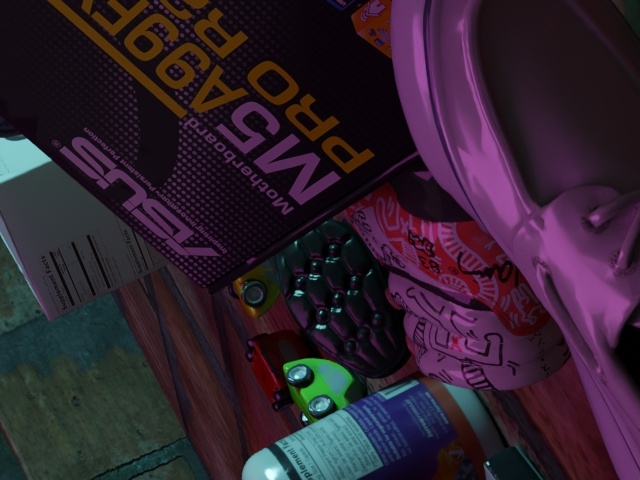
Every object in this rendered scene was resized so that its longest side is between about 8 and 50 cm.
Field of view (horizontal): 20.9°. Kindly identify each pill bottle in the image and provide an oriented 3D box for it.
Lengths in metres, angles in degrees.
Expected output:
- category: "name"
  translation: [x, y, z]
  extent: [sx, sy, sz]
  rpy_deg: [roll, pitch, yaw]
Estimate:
- category: "pill bottle"
  translation: [0.017, 0.165, 1.099]
  extent: [0.108, 0.193, 0.108]
  rpy_deg: [60, 168, 21]

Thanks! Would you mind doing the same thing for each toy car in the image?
- category: "toy car"
  translation: [-0.015, 0.101, 1.465]
  extent: [0.225, 0.053, 0.239]
  rpy_deg: [52, 164, 45]

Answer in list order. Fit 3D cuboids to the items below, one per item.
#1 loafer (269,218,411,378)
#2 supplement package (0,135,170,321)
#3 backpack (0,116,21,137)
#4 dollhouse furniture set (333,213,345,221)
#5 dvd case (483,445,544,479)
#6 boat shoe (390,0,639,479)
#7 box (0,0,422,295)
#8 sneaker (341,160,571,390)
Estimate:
- category: "loafer"
  translation: [0.000, 0.000, 1.165]
  extent: [0.078, 0.076, 0.223]
  rpy_deg: [15, -146, -57]
- category: "supplement package"
  translation: [-0.197, -0.073, 1.521]
  extent: [0.194, 0.203, 0.149]
  rpy_deg: [48, 161, 52]
- category: "backpack"
  translation: [-0.130, -0.176, 0.882]
  extent: [0.191, 0.225, 0.253]
  rpy_deg: [41, 142, 20]
- category: "dollhouse furniture set"
  translation: [-0.038, -0.065, 1.083]
  extent: [0.161, 0.101, 0.182]
  rpy_deg: [63, 168, 8]
- category: "dvd case"
  translation: [0.173, 0.257, 1.022]
  extent: [0.238, 0.029, 0.179]
  rpy_deg: [53, 164, 42]
- category: "boat shoe"
  translation: [0.116, 0.001, 0.607]
  extent: [0.258, 0.095, 0.084]
  rpy_deg: [56, 167, -14]
- category: "box"
  translation: [-0.071, -0.119, 0.698]
  extent: [0.270, 0.060, 0.216]
  rpy_deg: [43, 135, -16]
- category: "sneaker"
  translation: [0.038, -0.020, 0.875]
  extent: [0.270, 0.090, 0.145]
  rpy_deg: [38, 150, 60]
